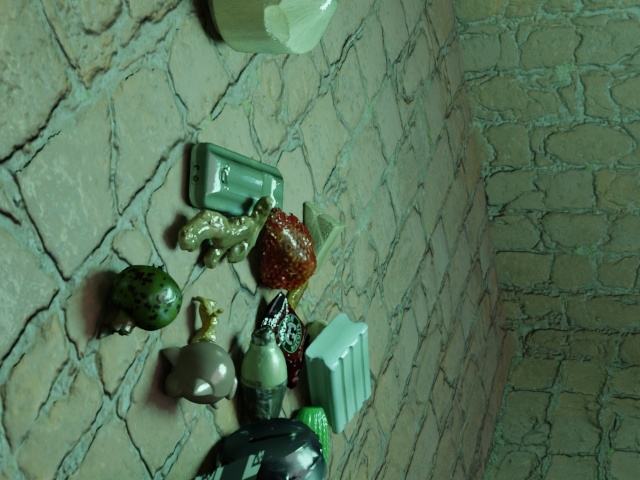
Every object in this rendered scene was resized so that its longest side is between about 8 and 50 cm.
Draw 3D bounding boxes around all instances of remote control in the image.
[{"bbox_3d":[-0.160,-0.112,1.874,0.335,0.066,0.127,13,77,-66],"label":"remote control"}]

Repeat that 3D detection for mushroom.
[{"bbox_3d":[0.000,0.235,2.244,0.083,0.068,0.083,-21,114,-60],"label":"mushroom"}]

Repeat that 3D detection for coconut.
[{"bbox_3d":[-0.083,-0.483,1.798,0.237,0.266,0.237,-32,127,-57],"label":"coconut"}]

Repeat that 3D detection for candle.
[{"bbox_3d":[-0.086,0.545,1.864,0.221,0.221,0.342,-45,132,-58],"label":"candle"}]

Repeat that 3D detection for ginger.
[{"bbox_3d":[-0.188,-0.003,1.781,0.259,0.065,0.149,-23,138,-54],"label":"ginger"}]

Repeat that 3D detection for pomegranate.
[{"bbox_3d":[-0.300,0.108,1.509,0.161,0.122,0.122,-50,140,-22],"label":"pomegranate"}]

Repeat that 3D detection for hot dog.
[{"bbox_3d":[-0.058,0.129,2.159,0.137,0.028,0.044,-59,135,-47],"label":"hot dog"}]

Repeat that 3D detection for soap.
[{"bbox_3d":[0.045,0.325,2.224,0.160,0.088,0.265,-47,147,-35],"label":"soap"}]

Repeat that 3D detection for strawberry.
[{"bbox_3d":[-0.059,0.032,2.005,0.236,0.107,0.175,19,90,-75],"label":"strawberry"}]

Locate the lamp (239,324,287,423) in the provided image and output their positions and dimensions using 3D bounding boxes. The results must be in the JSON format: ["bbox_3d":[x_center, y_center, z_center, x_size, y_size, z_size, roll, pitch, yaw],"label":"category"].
[{"bbox_3d":[-0.118,0.297,1.929,0.101,0.101,0.250,-39,132,-61],"label":"lamp"}]

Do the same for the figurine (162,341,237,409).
[{"bbox_3d":[-0.220,0.246,1.685,0.138,0.125,0.125,14,77,-55],"label":"figurine"}]

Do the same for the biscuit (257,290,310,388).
[{"bbox_3d":[-0.077,0.233,2.072,0.235,0.063,0.151,57,40,-51],"label":"biscuit"}]

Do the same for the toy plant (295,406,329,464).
[{"bbox_3d":[-0.031,0.508,2.151,0.154,0.088,0.240,57,42,-54],"label":"toy plant"}]

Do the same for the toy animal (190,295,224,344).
[{"bbox_3d":[-0.226,0.158,1.763,0.083,0.081,0.060,-58,174,19],"label":"toy animal"}]

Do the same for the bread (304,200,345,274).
[{"bbox_3d":[-0.019,-0.004,2.252,0.152,0.105,0.077,-60,160,11],"label":"bread"}]

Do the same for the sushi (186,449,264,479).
[{"bbox_3d":[-0.270,0.505,1.586,0.373,0.100,0.296,-3,113,-62],"label":"sushi"}]
